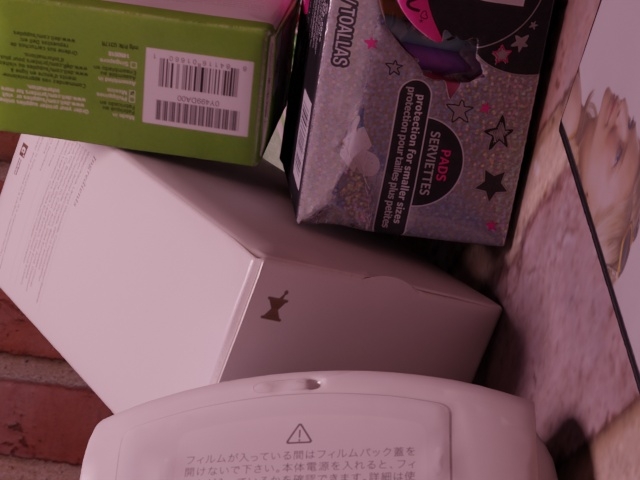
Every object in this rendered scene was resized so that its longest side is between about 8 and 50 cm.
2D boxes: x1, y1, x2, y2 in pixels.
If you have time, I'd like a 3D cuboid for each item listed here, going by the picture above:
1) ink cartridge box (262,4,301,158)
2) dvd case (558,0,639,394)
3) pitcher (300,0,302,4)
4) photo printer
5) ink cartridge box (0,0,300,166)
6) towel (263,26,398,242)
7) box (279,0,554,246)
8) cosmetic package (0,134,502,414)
[{"bbox_3d":[-0.027,-0.243,1.723,0.272,0.130,0.309,128,149,-71],"label":"ink cartridge box"},{"bbox_3d":[0.157,-0.056,0.637,0.253,0.022,0.180,-93,14,-54],"label":"dvd case"},{"bbox_3d":[0.054,-0.177,1.170,0.207,0.126,0.177,-132,42,-64],"label":"pitcher"},{"bbox_3d":[-0.005,0.204,0.707,0.107,0.256,0.307,76,-167,-53],"label":"photo printer"},{"bbox_3d":[-0.108,-0.154,1.055,0.255,0.189,0.097,-71,-11,-65],"label":"ink cartridge box"},{"bbox_3d":[-0.010,-0.079,1.279,0.325,0.038,0.247,-133,26,-61],"label":"towel"},{"bbox_3d":[0.064,-0.139,0.941,0.163,0.142,0.247,-107,25,-71],"label":"box"},{"bbox_3d":[-0.073,0.029,1.010,0.365,0.197,0.155,37,109,54],"label":"cosmetic package"}]
